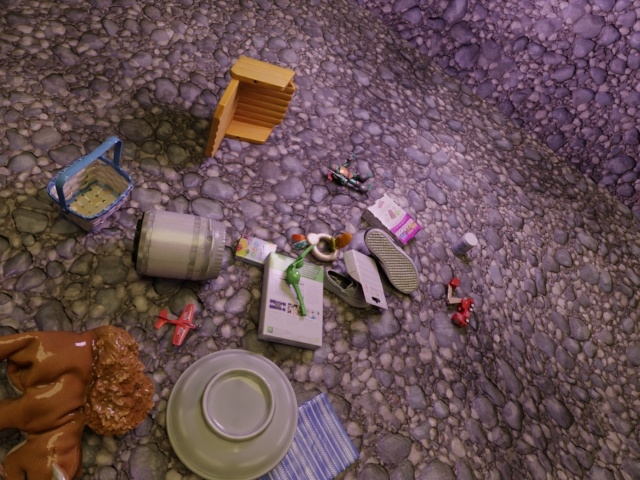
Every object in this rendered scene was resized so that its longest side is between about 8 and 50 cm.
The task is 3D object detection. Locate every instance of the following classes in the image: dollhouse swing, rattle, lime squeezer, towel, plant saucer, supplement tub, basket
[{"bbox_3d":[-0.282,-0.492,1.790,0.315,0.347,0.304,9,56,-19],"label":"dollhouse swing"},{"bbox_3d":[0.000,0.000,1.751,0.200,0.143,0.130,27,71,-15],"label":"rattle"},{"bbox_3d":[-0.069,0.111,1.605,0.110,0.059,0.310,24,51,-22],"label":"lime squeezer"},{"bbox_3d":[-0.059,0.658,1.374,0.336,0.040,0.243,-22,72,-33],"label":"towel"},{"bbox_3d":[-0.249,0.497,1.317,0.401,0.100,0.400,12,48,-14],"label":"plant saucer"},{"bbox_3d":[0.672,0.019,2.057,0.071,0.107,0.071,11,57,-18],"label":"supplement tub"},{"bbox_3d":[-0.743,-0.178,1.422,0.201,0.289,0.254,37,49,-6],"label":"basket"}]

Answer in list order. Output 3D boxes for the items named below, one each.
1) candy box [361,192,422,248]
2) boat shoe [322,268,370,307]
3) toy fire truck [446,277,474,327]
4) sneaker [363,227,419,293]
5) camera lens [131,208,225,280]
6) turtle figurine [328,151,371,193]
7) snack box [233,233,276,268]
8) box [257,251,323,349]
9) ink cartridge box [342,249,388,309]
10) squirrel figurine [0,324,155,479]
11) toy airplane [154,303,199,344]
[{"bbox_3d":[0.320,-0.084,1.985,0.233,0.071,0.159,46,53,7],"label":"candy box"},{"bbox_3d":[0.105,0.186,1.713,0.228,0.081,0.079,30,53,-5],"label":"boat shoe"},{"bbox_3d":[0.593,0.269,1.905,0.135,0.047,0.192,35,53,0],"label":"toy fire truck"},{"bbox_3d":[0.297,0.072,1.841,0.126,0.127,0.321,-35,101,7],"label":"sneaker"},{"bbox_3d":[-0.472,0.018,1.468,0.275,0.219,0.219,8,58,-20],"label":"camera lens"},{"bbox_3d":[0.124,-0.309,2.009,0.234,0.118,0.175,24,67,-28],"label":"turtle figurine"},{"bbox_3d":[-0.246,0.042,1.670,0.141,0.037,0.100,20,56,-14],"label":"snack box"},{"bbox_3d":[-0.100,0.217,1.596,0.232,0.058,0.321,19,55,-26],"label":"box"},{"bbox_3d":[0.178,0.160,1.730,0.181,0.056,0.224,25,47,-50],"label":"ink cartridge box"},{"bbox_3d":[-0.628,0.425,1.123,0.397,0.281,0.370,-7,70,-25],"label":"squirrel figurine"},{"bbox_3d":[-0.470,0.269,1.434,0.151,0.028,0.151,12,55,-17],"label":"toy airplane"}]
